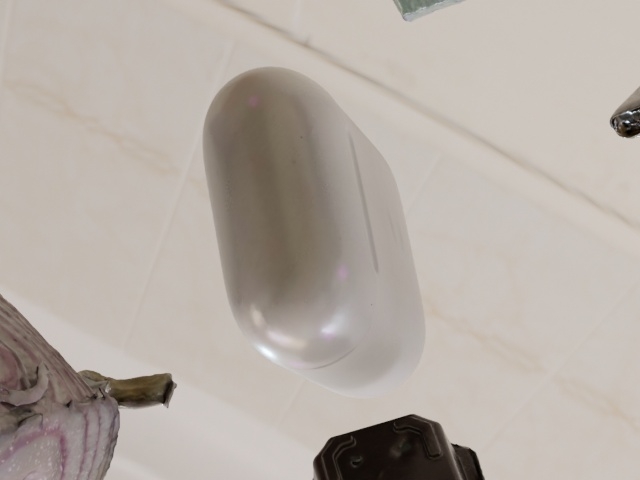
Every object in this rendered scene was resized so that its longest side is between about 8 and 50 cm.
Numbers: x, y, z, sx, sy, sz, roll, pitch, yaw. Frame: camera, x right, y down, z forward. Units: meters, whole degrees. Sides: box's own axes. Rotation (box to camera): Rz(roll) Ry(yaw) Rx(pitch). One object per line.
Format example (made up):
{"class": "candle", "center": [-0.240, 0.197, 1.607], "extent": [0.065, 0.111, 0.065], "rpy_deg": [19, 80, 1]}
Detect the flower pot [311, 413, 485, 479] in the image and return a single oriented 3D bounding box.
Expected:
{"class": "flower pot", "center": [0.073, 0.256, 1.465], "extent": [0.179, 0.084, 0.251], "rpy_deg": [-16, -138, -1]}

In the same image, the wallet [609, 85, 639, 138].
{"class": "wallet", "center": [0.334, -0.164, 1.374], "extent": [0.198, 0.110, 0.031], "rpy_deg": [-44, -82, -17]}

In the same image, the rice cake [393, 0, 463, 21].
{"class": "rice cake", "center": [0.146, -0.254, 1.387], "extent": [0.040, 0.226, 0.085], "rpy_deg": [-25, -84, -59]}

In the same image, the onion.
{"class": "onion", "center": [-0.280, 0.135, 1.040], "extent": [0.230, 0.272, 0.256], "rpy_deg": [27, -95, 15]}

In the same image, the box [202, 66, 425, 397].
{"class": "box", "center": [-0.001, 0.000, 1.597], "extent": [0.141, 0.349, 0.288], "rpy_deg": [-14, -107, 14]}
